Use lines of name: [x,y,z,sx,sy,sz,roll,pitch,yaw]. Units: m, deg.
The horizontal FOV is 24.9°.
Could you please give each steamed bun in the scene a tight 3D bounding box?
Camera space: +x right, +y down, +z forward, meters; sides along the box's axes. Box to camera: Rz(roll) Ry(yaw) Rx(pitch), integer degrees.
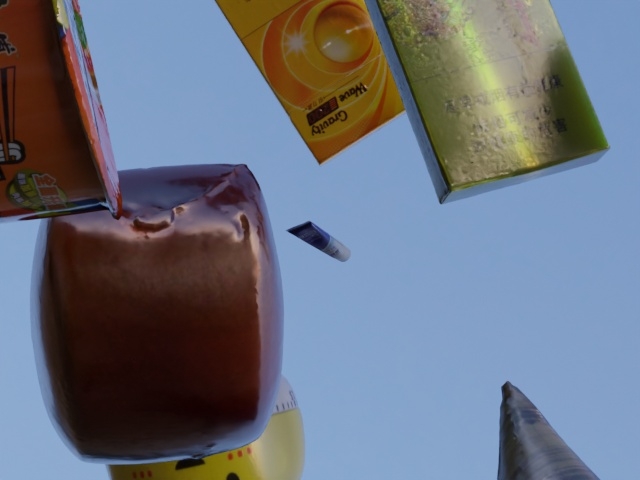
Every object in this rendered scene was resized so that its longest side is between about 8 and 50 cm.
steamed bun: [-0.157,0.087,1.386,0.379,0.235,0.248,120,-36,-72]

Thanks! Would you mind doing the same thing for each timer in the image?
timer: [-0.138,0.307,1.857,0.285,0.285,0.285,19,-49,24]

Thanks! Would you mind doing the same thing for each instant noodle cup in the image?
instant noodle cup: [-0.251,-0.114,0.947,0.192,0.250,0.250,-13,-58,-5]

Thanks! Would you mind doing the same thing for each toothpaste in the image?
toothpaste: [0.000,0.000,1.257,0.024,0.015,0.083,-21,-28,22]

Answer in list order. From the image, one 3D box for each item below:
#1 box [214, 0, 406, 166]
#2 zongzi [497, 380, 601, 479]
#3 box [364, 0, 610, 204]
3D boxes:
box: [-0.009,-0.238,1.691,0.152,0.043,0.269,-32,-93,1]
zongzi: [0.077,0.239,0.603,0.300,0.286,0.138,52,4,33]
box: [0.143,-0.200,1.393,0.043,0.173,0.311,123,-50,-68]
